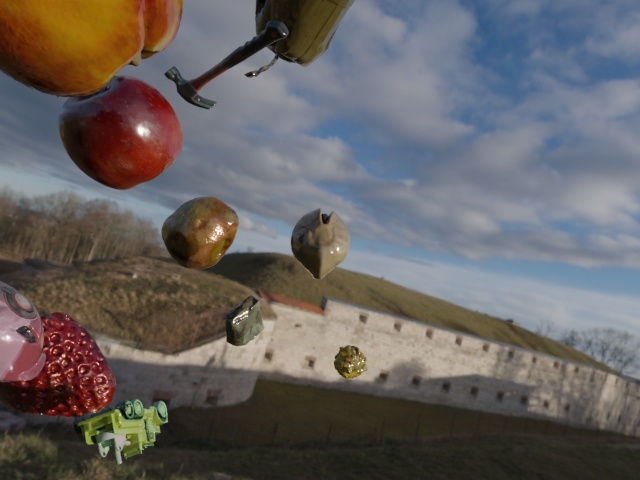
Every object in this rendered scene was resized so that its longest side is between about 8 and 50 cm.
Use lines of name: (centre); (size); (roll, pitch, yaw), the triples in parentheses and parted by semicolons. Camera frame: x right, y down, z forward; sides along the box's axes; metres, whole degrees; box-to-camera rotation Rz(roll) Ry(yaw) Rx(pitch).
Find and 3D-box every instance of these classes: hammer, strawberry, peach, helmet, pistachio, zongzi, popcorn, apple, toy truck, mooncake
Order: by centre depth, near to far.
peach: (-0.292, -0.298, 0.542); (0.281, 0.238, 0.280); (18, -41, 17)
helmet: (-0.651, 0.153, 0.997); (0.254, 0.154, 0.198); (22, 10, -28)
apple: (-0.390, -0.214, 1.005); (0.218, 0.218, 0.201); (11, -41, 45)
hammer: (-0.183, -0.353, 1.010); (0.288, 0.033, 0.111); (-20, -59, 34)
pistachio: (0.000, 0.000, 1.107); (0.127, 0.152, 0.223); (8, 19, 0)
popcorn: (0.070, 0.277, 1.168); (0.082, 0.083, 0.057); (32, -40, -19)
toy truck: (-0.484, 0.481, 1.274); (0.129, 0.135, 0.259); (-20, -17, 3)
zongzi: (-0.095, -0.705, 1.318); (0.218, 0.499, 0.466); (1, 44, -48)
mooncake: (-0.237, 0.244, 1.540); (0.073, 0.125, 0.130); (18, 39, 31)
strawberry: (-0.804, 0.413, 1.555); (0.345, 0.317, 0.295); (33, -2, 7)
peach: (-0.362, -0.029, 1.565); (0.214, 0.236, 0.214); (51, 10, -12)
